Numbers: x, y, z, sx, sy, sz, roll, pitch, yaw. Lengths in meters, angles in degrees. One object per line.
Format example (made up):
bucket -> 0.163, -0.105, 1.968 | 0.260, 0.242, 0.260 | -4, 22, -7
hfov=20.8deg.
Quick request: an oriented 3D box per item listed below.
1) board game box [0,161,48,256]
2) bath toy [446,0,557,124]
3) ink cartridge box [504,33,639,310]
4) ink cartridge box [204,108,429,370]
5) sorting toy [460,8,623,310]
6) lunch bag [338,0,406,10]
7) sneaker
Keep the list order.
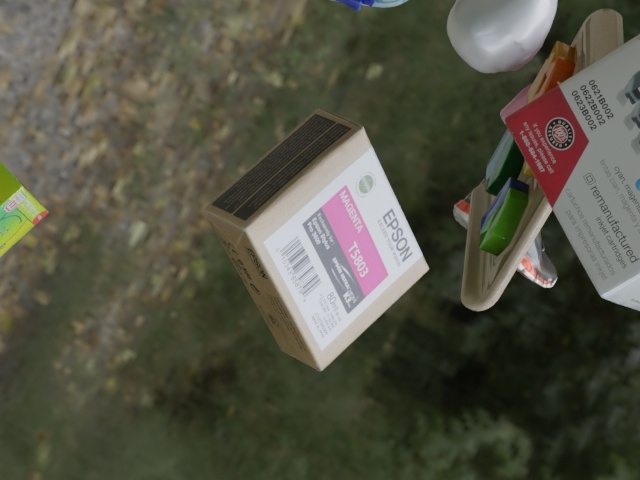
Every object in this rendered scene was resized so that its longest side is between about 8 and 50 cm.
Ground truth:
board game box -> -0.350, 0.008, 1.658 | 0.181, 0.043, 0.092 | -43, 165, -5
bath toy -> 0.270, -0.129, 1.763 | 0.129, 0.348, 0.151 | -37, 175, 28
ink cartridge box -> 0.228, -0.056, 1.032 | 0.176, 0.128, 0.127 | -32, 160, 17
ink cartridge box -> 0.000, 0.000, 2.006 | 0.193, 0.088, 0.234 | -42, 128, -19
sorting toy -> 0.169, -0.069, 1.374 | 0.208, 0.038, 0.193 | -57, -170, 32
lunch bag -> -0.001, -0.301, 1.534 | 0.090, 0.219, 0.176 | 125, -24, -83
sneaker -> 0.188, -0.009, 1.627 | 0.065, 0.061, 0.158 | -52, 137, 0
